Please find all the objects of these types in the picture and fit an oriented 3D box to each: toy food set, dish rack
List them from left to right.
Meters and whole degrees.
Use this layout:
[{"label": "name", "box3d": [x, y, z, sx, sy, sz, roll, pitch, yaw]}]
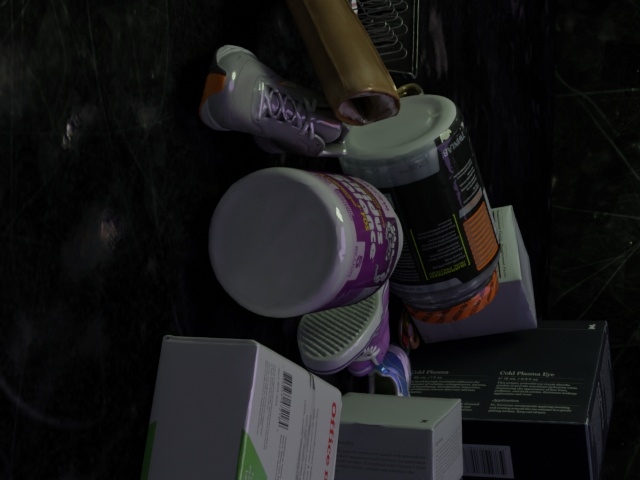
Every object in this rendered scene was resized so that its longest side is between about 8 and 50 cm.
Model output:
[{"label": "dish rack", "box3d": [0.080, -0.364, 1.691, 0.271, 0.074, 0.208, 30, 59, -70]}, {"label": "toy food set", "box3d": [0.155, 0.155, 2.056, 0.082, 0.020, 0.083, -18, 108, -69]}]

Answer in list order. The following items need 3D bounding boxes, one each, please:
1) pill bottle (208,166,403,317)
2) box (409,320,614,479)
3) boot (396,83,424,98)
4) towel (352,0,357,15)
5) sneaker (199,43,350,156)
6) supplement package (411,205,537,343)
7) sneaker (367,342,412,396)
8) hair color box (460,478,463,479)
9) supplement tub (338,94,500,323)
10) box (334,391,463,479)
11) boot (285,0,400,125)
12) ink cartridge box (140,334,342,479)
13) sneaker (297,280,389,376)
[{"label": "pill bottle", "box3d": [0.000, 0.000, 1.411, 0.301, 0.169, 0.169, -4, 94, -70]}, {"label": "box", "box3d": [0.323, 0.292, 2.050, 0.312, 0.343, 0.178, -57, 141, -55]}, {"label": "boot", "box3d": [0.140, -0.154, 1.931, 0.213, 0.077, 0.165, -65, 150, -59]}, {"label": "towel", "box3d": [0.030, -0.330, 1.690, 0.144, 0.029, 0.197, -51, 137, -61]}, {"label": "sneaker", "box3d": [-0.041, -0.152, 1.342, 0.262, 0.121, 0.099, 14, 91, -68]}, {"label": "supplement package", "box3d": [0.254, 0.062, 2.029, 0.194, 0.203, 0.149, 59, 25, -56]}, {"label": "sneaker", "box3d": [0.112, 0.274, 1.876, 0.081, 0.080, 0.211, -34, 113, -59]}, {"label": "hair color box", "box3d": [0.127, 0.552, 1.812, 0.185, 0.114, 0.374, 19, 73, -57]}, {"label": "supplement tub", "box3d": [0.157, -0.042, 1.760, 0.193, 0.194, 0.316, -64, 141, -50]}, {"label": "box", "box3d": [0.096, 0.294, 1.662, 0.182, 0.181, 0.119, -15, 105, -69]}, {"label": "boot", "box3d": [0.022, -0.258, 1.421, 0.236, 0.089, 0.269, 2, 57, -59]}, {"label": "ink cartridge box", "box3d": [-0.079, 0.231, 1.276, 0.273, 0.115, 0.198, 43, 51, -63]}, {"label": "sneaker", "box3d": [0.049, 0.145, 1.654, 0.282, 0.102, 0.161, -54, 143, -58]}]
